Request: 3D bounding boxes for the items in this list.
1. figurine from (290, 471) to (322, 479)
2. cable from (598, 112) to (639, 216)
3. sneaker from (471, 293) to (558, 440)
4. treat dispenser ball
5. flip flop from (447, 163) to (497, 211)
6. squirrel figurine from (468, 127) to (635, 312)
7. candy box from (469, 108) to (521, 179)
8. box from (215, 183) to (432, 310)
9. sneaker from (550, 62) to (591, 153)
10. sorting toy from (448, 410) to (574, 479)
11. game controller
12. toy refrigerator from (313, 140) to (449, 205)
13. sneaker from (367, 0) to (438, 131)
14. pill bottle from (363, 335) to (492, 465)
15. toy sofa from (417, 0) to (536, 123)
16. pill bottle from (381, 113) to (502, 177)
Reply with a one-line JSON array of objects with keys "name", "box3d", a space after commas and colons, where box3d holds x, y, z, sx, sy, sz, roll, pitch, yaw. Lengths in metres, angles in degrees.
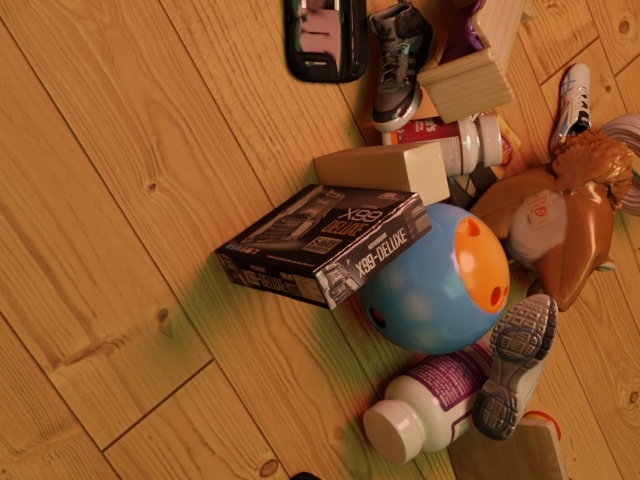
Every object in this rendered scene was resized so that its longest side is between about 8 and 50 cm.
[{"name": "figurine", "box3d": [-0.005, 0.549, 1.554, 0.092, 0.209, 0.215, 34, 74, -30]}, {"name": "cable", "box3d": [0.745, -0.170, 2.002, 0.089, 0.257, 0.257, -29, 125, -24]}, {"name": "sneaker", "box3d": [0.378, 0.233, 1.651, 0.129, 0.111, 0.297, -11, 125, -59]}, {"name": "treat dispenser ball", "box3d": [0.212, 0.072, 1.630, 0.288, 0.288, 0.288, -2, 94, -34]}, {"name": "flip flop", "box3d": [0.337, -0.104, 1.836, 0.277, 0.080, 0.112, 23, 99, -49]}, {"name": "squirrel figurine", "box3d": [0.534, -0.039, 1.817, 0.397, 0.281, 0.370, -59, 147, 4]}, {"name": "candy box", "box3d": [0.341, -0.229, 1.845, 0.186, 0.053, 0.109, 44, 69, -29]}, {"name": "box", "box3d": [0.000, 0.000, 1.470, 0.242, 0.307, 0.076, -37, 116, -27]}, {"name": "sneaker", "box3d": [0.597, -0.299, 1.996, 0.085, 0.086, 0.237, 17, 82, -32]}, {"name": "sorting toy", "box3d": [0.412, 0.471, 1.819, 0.089, 0.255, 0.257, -32, 110, -45]}, {"name": "game controller", "box3d": [0.010, -0.457, 1.613, 0.166, 0.067, 0.319, -3, 94, -20]}, {"name": "toy refrigerator", "box3d": [0.108, -0.116, 1.561, 0.094, 0.269, 0.102, -20, 103, -32]}, {"name": "sneaker", "box3d": [0.136, -0.346, 1.640, 0.153, 0.101, 0.269, 49, 53, -45]}, {"name": "pill bottle", "box3d": [0.236, 0.320, 1.733, 0.301, 0.169, 0.169, -27, 107, -30]}, {"name": "toy sofa", "box3d": [0.297, -0.405, 1.661, 0.177, 0.150, 0.362, 55, 37, -28]}, {"name": "pill bottle", "box3d": [0.233, -0.181, 1.672, 0.221, 0.121, 0.121, -8, 99, 4]}]
